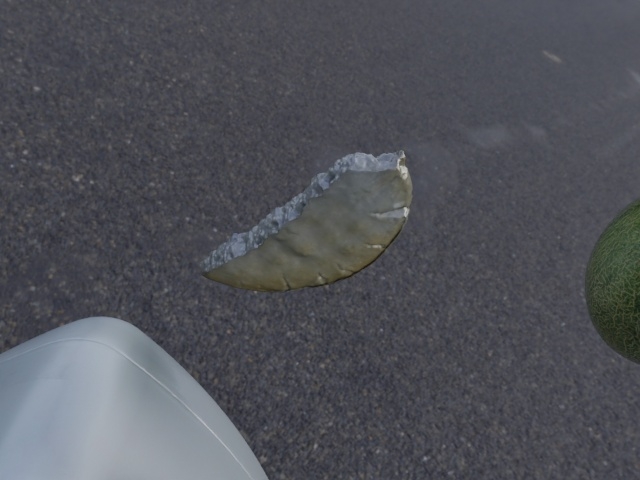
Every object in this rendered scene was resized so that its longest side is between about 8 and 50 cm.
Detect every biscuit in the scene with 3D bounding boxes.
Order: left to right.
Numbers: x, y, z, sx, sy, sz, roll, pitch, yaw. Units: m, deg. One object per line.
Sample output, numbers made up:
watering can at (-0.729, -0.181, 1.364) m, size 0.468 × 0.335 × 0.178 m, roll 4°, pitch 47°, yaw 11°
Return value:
biscuit at (0.000, 0.001, 0.647) m, size 0.141 × 0.290 × 0.038 m, roll 36°, pitch 35°, yaw -32°

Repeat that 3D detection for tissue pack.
tissue pack at (-0.166, 0.226, 0.451) m, size 0.333 × 0.230 × 0.236 m, roll 61°, pitch 6°, yaw -25°

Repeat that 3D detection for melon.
melon at (0.295, 0.036, 0.468) m, size 0.139 × 0.192 × 0.139 m, roll -2°, pitch 42°, yaw 2°
